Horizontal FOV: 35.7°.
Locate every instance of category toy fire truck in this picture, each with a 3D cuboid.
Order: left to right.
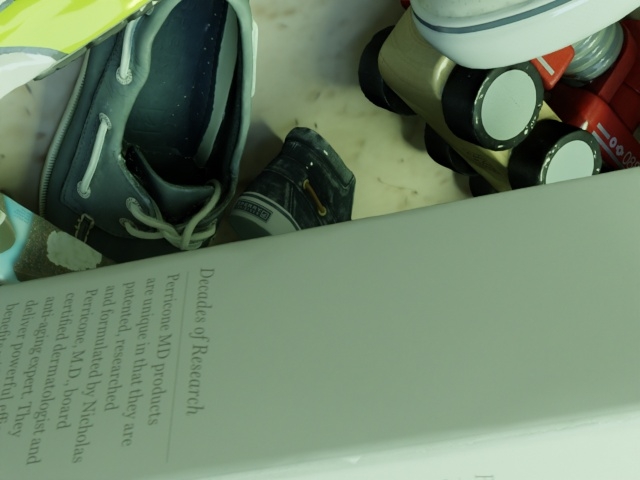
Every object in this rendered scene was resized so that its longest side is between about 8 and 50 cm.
[{"bbox_3d":[0.186,-0.137,0.656,0.217,0.158,0.246,36,86,-39],"label":"toy fire truck"}]

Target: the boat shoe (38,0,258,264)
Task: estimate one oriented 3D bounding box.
[{"bbox_3d":[-0.109,-0.043,0.631,0.116,0.099,0.319,3,124,-24],"label":"boat shoe"}]

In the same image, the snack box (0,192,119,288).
[{"bbox_3d":[-0.193,0.074,0.657,0.187,0.060,0.322,-32,127,34],"label":"snack box"}]

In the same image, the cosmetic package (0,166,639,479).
[{"bbox_3d":[-0.026,0.130,0.550,0.453,0.161,0.230,-10,133,8],"label":"cosmetic package"}]

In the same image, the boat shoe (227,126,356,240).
[{"bbox_3d":[0.000,0.000,0.721,0.083,0.065,0.183,-56,151,-19],"label":"boat shoe"}]

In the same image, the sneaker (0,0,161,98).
[{"bbox_3d":[-0.201,-0.105,0.461,0.300,0.111,0.121,-41,117,-15],"label":"sneaker"}]

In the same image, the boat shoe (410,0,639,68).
[{"bbox_3d":[0.171,-0.241,0.473,0.367,0.135,0.156,-36,140,17],"label":"boat shoe"}]
